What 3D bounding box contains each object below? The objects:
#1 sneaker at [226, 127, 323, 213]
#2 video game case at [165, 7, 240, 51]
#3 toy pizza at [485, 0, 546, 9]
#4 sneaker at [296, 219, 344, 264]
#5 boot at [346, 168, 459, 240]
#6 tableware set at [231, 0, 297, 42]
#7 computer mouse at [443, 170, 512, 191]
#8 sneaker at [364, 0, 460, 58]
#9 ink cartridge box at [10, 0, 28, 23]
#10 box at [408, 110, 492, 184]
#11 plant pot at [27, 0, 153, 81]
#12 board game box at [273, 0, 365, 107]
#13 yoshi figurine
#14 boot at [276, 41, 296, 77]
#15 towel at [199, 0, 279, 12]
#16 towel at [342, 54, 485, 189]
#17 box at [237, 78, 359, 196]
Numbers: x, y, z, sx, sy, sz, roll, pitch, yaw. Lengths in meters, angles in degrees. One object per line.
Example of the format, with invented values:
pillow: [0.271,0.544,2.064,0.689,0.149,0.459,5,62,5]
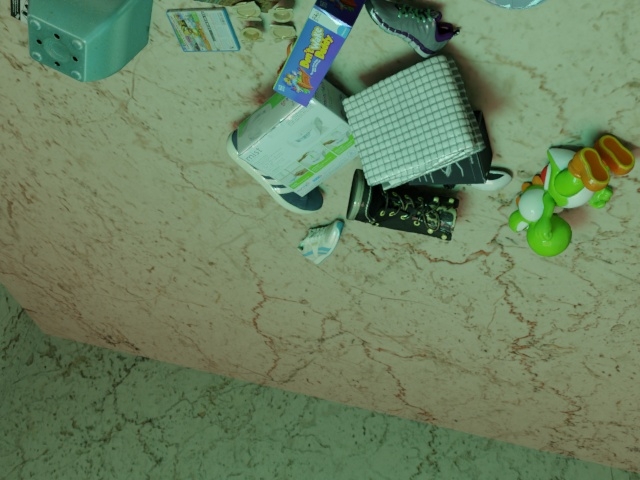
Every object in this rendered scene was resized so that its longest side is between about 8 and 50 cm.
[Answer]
sneaker: [-0.095,-0.207,2.038,0.350,0.131,0.148,37,133,-28]
video game case: [-0.293,-0.525,1.810,0.166,0.015,0.119,5,143,23]
toy pizza: [0.379,-0.540,1.404,0.201,0.032,0.201,16,146,11]
sneaker: [0.000,0.000,2.296,0.092,0.087,0.229,31,143,-9]
boot: [0.220,-0.086,1.919,0.284,0.138,0.377,12,176,8]
tableware set: [-0.128,-0.504,1.680,0.141,0.020,0.169,-1,163,2]
computer mouse: [0.399,-0.155,1.886,0.193,0.042,0.106,5,160,23]
sneaker: [0.195,-0.478,1.539,0.223,0.083,0.098,21,141,-38]
ink cartridge box: [-0.748,-0.645,1.872,0.097,0.046,0.207,26,145,-6]
box: [0.308,-0.227,1.799,0.207,0.108,0.153,2,140,26]
plant pot: [-0.575,-0.533,1.748,0.247,0.252,0.247,25,146,-4]
board game box: [0.035,-0.461,1.423,0.078,0.347,0.233,28,145,-8]
yoshi figurine: [0.604,-0.081,1.766,0.203,0.203,0.362,21,149,-9]
boot: [-0.075,-0.426,1.789,0.084,0.059,0.158,15,146,19]
towel: [-0.135,-0.583,1.476,0.271,0.040,0.370,0,167,-34]
towel: [0.215,-0.265,1.676,0.283,0.121,0.235,-21,85,34]
box: [-0.041,-0.265,1.821,0.231,0.127,0.262,30,129,-35]
